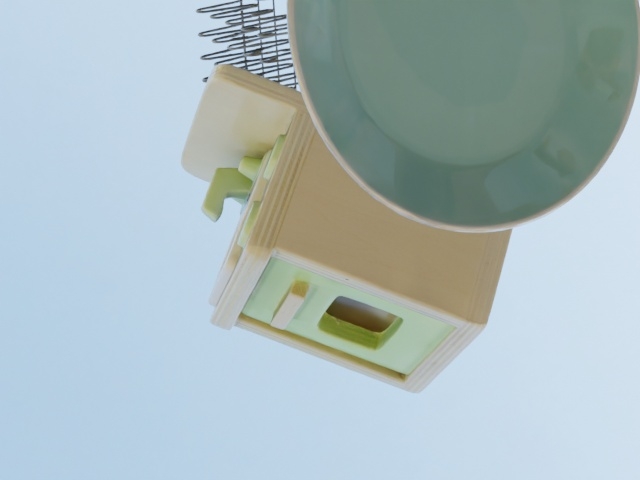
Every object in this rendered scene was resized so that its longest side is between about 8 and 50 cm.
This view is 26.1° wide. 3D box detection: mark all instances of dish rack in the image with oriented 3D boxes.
[{"bbox_3d":[-0.057,-0.187,1.248,0.074,0.272,0.208,-13,-158,-22],"label":"dish rack"}]

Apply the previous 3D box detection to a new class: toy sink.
[{"bbox_3d":[0.000,0.000,0.989,0.234,0.153,0.131,22,-118,-6],"label":"toy sink"}]

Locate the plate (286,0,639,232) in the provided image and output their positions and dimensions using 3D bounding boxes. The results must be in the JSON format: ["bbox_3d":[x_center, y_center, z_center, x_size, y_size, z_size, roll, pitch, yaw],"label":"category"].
[{"bbox_3d":[0.067,-0.097,0.639,0.188,0.188,0.024,-1,-179,-24],"label":"plate"}]
